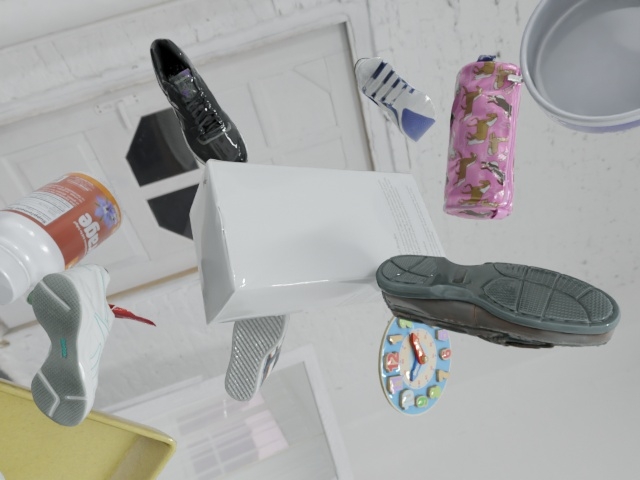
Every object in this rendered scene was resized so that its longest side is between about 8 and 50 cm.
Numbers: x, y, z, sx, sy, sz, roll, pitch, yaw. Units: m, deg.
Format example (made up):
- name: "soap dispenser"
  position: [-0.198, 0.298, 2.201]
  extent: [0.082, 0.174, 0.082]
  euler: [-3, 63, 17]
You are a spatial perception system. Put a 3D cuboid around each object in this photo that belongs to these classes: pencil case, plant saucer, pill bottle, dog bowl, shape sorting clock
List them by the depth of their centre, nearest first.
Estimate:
- name: "plant saucer"
  position: [-0.446, 0.355, 0.608]
  extent: [0.332, 0.333, 0.081]
  euler: [34, 4, -26]
- name: "pill bottle"
  position: [-0.411, -0.008, 0.614]
  extent: [0.216, 0.121, 0.121]
  euler: [-67, 146, -54]
- name: "dog bowl"
  position: [0.476, -0.314, 0.667]
  extent: [0.104, 0.264, 0.265]
  euler: [0, 67, -55]
- name: "shape sorting clock"
  position: [0.183, 0.220, 0.765]
  extent: [0.040, 0.206, 0.206]
  euler: [-7, -77, 56]
- name: "pencil case"
  position: [0.397, -0.237, 1.000]
  extent: [0.167, 0.159, 0.387]
  euler: [56, 42, -84]

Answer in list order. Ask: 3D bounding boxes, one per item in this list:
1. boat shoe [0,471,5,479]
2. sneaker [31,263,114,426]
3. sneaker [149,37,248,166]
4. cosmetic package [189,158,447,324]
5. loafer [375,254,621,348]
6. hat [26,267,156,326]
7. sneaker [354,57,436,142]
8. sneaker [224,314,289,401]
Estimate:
- name: "boat shoe"
  position: [-0.366, 0.190, 0.211]
  extent: [0.116, 0.319, 0.099]
  euler: [19, -86, 45]
- name: "sneaker"
  position: [-0.207, 0.092, 0.357]
  extent: [0.061, 0.053, 0.152]
  euler: [-64, 168, -73]
- name: "sneaker"
  position: [-0.246, -0.256, 0.791]
  extent: [0.283, 0.107, 0.124]
  euler: [55, -5, 6]
- name: "cosmetic package"
  position: [0.000, 0.000, 0.650]
  extent: [0.155, 0.365, 0.197]
  euler: [-47, -129, 52]
- name: "loafer"
  position: [0.195, 0.078, 0.495]
  extent: [0.267, 0.096, 0.084]
  euler: [10, -52, 38]
- name: "hat"
  position: [-0.561, 0.179, 0.990]
  extent: [0.184, 0.208, 0.173]
  euler: [60, -4, 11]
- name: "sneaker"
  position: [0.216, -0.458, 1.261]
  extent: [0.315, 0.127, 0.182]
  euler: [34, 23, -31]
- name: "sneaker"
  position: [-0.153, 0.243, 1.034]
  extent: [0.321, 0.126, 0.127]
  euler: [-67, 173, 22]
